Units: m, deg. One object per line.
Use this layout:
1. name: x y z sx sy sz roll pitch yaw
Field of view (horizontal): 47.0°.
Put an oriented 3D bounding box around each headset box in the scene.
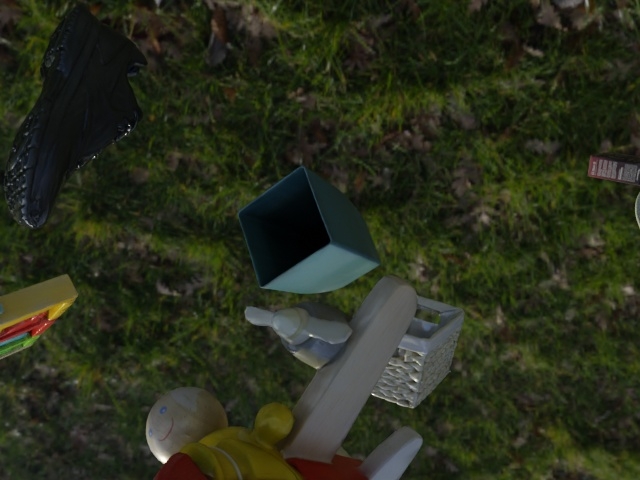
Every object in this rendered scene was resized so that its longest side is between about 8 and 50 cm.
1. headset box: 0.418 -0.101 1.023 0.083 0.032 0.062 17 -160 41

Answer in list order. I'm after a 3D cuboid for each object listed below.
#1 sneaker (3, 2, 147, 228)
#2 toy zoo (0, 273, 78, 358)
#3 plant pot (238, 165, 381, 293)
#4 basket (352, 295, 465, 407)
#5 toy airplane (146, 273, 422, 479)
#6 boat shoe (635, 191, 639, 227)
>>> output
1. sneaker: -0.285 -0.142 0.884 0.130 0.286 0.109 25 159 -32
2. toy zoo: -0.385 0.112 0.813 0.192 0.030 0.293 -25 176 -38
3. plant pot: 0.000 0.000 1.377 0.166 0.165 0.234 -34 150 25
4. basket: 0.117 0.146 1.014 0.113 0.103 0.167 16 -165 25
5. toy airplane: -0.057 0.245 0.770 0.272 0.386 0.384 34 143 20
6. boat shoe: 0.495 0.075 0.932 0.127 0.340 0.113 -30 176 20
